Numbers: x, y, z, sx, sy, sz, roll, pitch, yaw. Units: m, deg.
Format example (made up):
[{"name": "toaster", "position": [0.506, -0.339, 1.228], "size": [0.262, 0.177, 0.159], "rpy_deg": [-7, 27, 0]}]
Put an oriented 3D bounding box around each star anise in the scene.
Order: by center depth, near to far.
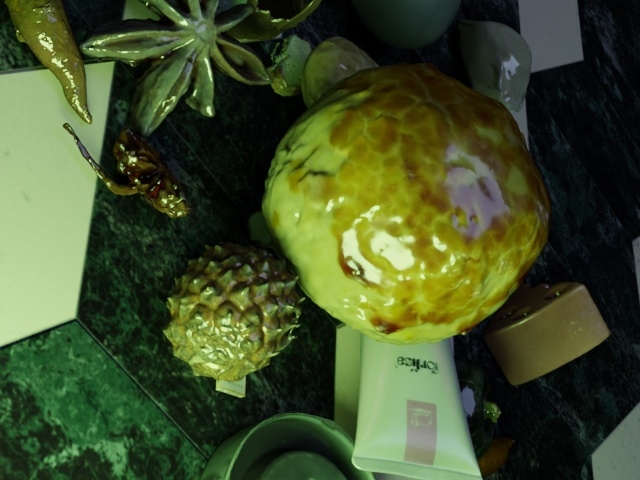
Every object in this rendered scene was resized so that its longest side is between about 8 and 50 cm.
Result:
[{"name": "star anise", "position": [-0.233, -0.091, 1.323], "size": [0.191, 0.070, 0.097], "rpy_deg": [45, 15, -26]}, {"name": "star anise", "position": [-0.187, -0.250, 1.399], "size": [0.257, 0.110, 0.199], "rpy_deg": [-31, 119, -30]}]

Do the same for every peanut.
[{"name": "peanut", "position": [0.066, -0.159, 1.645], "size": [0.152, 0.152, 0.313], "rpy_deg": [-46, 121, -51]}]

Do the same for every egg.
[{"name": "egg", "position": [0.143, -0.466, 1.865], "size": [0.202, 0.202, 0.283], "rpy_deg": [14, 59, -48]}]

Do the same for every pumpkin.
[{"name": "pumpkin", "position": [0.207, 0.258, 1.634], "size": [0.167, 0.125, 0.167], "rpy_deg": [175, -90, -88]}]

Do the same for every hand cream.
[{"name": "hand cream", "position": [0.124, 0.181, 1.531], "size": [0.185, 0.118, 0.359], "rpy_deg": [13, 44, -16]}]

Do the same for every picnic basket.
[{"name": "picnic basket", "position": [-0.067, -0.370, 1.572], "size": [0.137, 0.178, 0.128], "rpy_deg": [-11, 83, -54]}]

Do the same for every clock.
[{"name": "clock", "position": [-0.027, 0.377, 1.339], "size": [0.325, 0.067, 0.325], "rpy_deg": [27, 53, -42]}]

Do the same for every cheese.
[{"name": "cheese", "position": [0.418, 0.150, 1.919], "size": [0.128, 0.177, 0.203], "rpy_deg": [60, 37, -10]}]

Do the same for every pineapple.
[{"name": "pineapple", "position": [-0.100, 0.073, 1.325], "size": [0.166, 0.166, 0.193], "rpy_deg": [47, 40, -26]}]

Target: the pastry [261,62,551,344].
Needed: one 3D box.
[{"name": "pastry", "position": [0.123, -0.051, 1.414], "size": [0.388, 0.312, 0.389], "rpy_deg": [9, 73, -32]}]

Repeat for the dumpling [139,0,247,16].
[{"name": "dumpling", "position": [-0.174, -0.345, 1.462], "size": [0.216, 0.149, 0.105], "rpy_deg": [30, 81, -48]}]

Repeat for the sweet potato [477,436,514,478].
[{"name": "sweet potato", "position": [0.240, 0.354, 1.697], "size": [0.264, 0.057, 0.057], "rpy_deg": [-12, 82, -52]}]

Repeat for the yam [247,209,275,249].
[{"name": "yam", "position": [0.000, 0.000, 1.570], "size": [0.252, 0.061, 0.061], "rpy_deg": [12, 63, -47]}]

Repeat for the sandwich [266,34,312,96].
[{"name": "sandwich", "position": [-0.046, -0.269, 1.668], "size": [0.105, 0.035, 0.093], "rpy_deg": [-27, 95, -52]}]

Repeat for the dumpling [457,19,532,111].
[{"name": "dumpling", "position": [0.352, -0.350, 2.136], "size": [0.162, 0.132, 0.250], "rpy_deg": [16, 44, -37]}]

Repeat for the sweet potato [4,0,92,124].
[{"name": "sweet potato", "position": [-0.324, -0.243, 1.285], "size": [0.068, 0.068, 0.226], "rpy_deg": [-38, 105, -52]}]

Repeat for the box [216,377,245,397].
[{"name": "box", "position": [-0.114, 0.156, 1.386], "size": [0.046, 0.012, 0.083], "rpy_deg": [26, 53, -42]}]
